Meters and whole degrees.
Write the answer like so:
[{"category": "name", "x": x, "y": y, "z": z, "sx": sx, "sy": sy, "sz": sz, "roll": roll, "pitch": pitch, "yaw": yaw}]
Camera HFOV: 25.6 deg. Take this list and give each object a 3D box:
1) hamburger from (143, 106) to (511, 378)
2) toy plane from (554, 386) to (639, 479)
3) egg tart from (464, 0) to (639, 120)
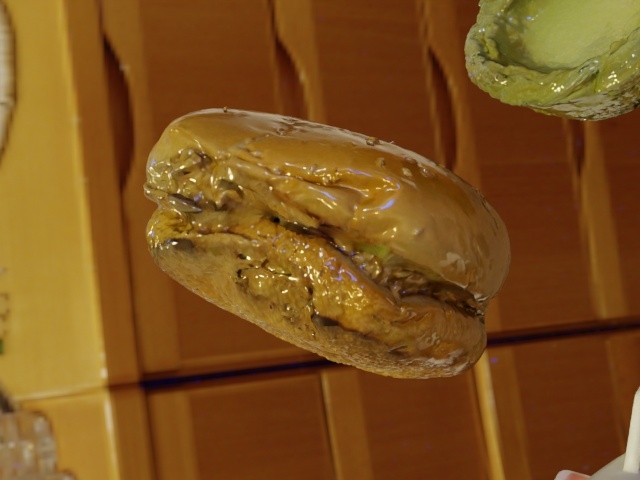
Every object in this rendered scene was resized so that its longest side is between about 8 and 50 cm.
[{"category": "hamburger", "x": 0.000, "y": 0.000, "z": 1.099, "sx": 0.290, "sy": 0.314, "sz": 0.170, "roll": 17, "pitch": 84, "yaw": 17}, {"category": "toy plane", "x": 0.147, "y": 0.188, "z": 0.758, "sx": 0.252, "sy": 0.252, "sz": 0.118, "roll": 26, "pitch": 137, "yaw": 53}, {"category": "egg tart", "x": 0.200, "y": -0.160, "z": 1.036, "sx": 0.197, "sy": 0.078, "sz": 0.197, "roll": -21, "pitch": 46, "yaw": 23}]
